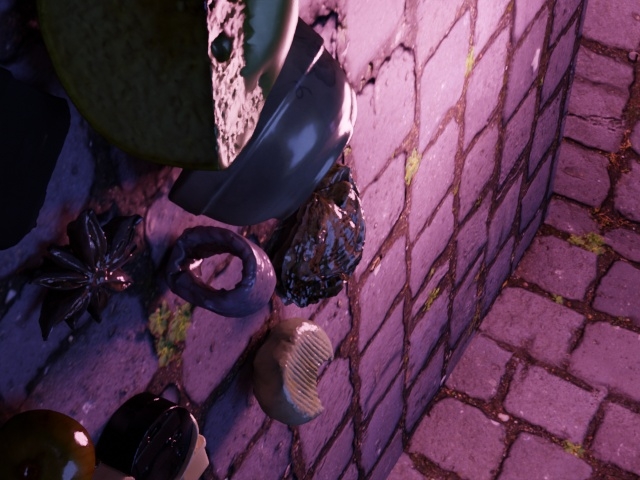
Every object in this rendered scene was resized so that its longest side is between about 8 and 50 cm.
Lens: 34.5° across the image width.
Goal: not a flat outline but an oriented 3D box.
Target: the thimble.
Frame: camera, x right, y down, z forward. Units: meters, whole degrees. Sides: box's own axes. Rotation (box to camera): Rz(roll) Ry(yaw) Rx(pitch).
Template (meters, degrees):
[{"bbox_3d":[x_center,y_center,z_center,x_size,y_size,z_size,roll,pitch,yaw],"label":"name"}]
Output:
[{"bbox_3d":[-0.153,0.048,1.588,0.118,0.151,0.127,43,63,-71],"label":"thimble"}]

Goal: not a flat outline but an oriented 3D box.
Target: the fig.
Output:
[{"bbox_3d":[-0.369,0.288,1.383,0.186,0.147,0.142,-132,-136,-72],"label":"fig"}]

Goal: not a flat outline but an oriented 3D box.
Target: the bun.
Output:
[{"bbox_3d":[-0.064,0.262,2.054,0.212,0.126,0.204,-54,130,-43],"label":"bun"}]

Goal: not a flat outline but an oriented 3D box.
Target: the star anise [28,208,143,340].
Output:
[{"bbox_3d":[-0.310,0.037,1.338,0.182,0.065,0.195,-32,145,-48],"label":"star anise"}]

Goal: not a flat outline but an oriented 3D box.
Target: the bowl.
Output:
[{"bbox_3d":[-0.067,-0.141,1.409,0.307,0.163,0.307,-50,-169,13],"label":"bowl"}]

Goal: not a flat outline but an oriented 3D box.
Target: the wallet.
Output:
[{"bbox_3d":[-0.385,-0.097,1.037,0.197,0.051,0.377,-66,160,1],"label":"wallet"}]

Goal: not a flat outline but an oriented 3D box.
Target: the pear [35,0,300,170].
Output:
[{"bbox_3d":[-0.152,-0.290,1.164,0.318,0.238,0.343,-56,152,-54],"label":"pear"}]

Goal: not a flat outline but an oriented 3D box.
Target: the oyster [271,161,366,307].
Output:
[{"bbox_3d":[0.000,0.000,1.985,0.268,0.112,0.198,-50,134,-17],"label":"oyster"}]

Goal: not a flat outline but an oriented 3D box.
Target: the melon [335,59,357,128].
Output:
[{"bbox_3d":[-0.010,-0.205,1.678,0.139,0.139,0.192,-13,129,-64],"label":"melon"}]

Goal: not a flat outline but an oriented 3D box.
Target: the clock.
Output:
[{"bbox_3d":[-0.321,0.430,1.649,0.379,0.120,0.276,-53,149,-32],"label":"clock"}]
